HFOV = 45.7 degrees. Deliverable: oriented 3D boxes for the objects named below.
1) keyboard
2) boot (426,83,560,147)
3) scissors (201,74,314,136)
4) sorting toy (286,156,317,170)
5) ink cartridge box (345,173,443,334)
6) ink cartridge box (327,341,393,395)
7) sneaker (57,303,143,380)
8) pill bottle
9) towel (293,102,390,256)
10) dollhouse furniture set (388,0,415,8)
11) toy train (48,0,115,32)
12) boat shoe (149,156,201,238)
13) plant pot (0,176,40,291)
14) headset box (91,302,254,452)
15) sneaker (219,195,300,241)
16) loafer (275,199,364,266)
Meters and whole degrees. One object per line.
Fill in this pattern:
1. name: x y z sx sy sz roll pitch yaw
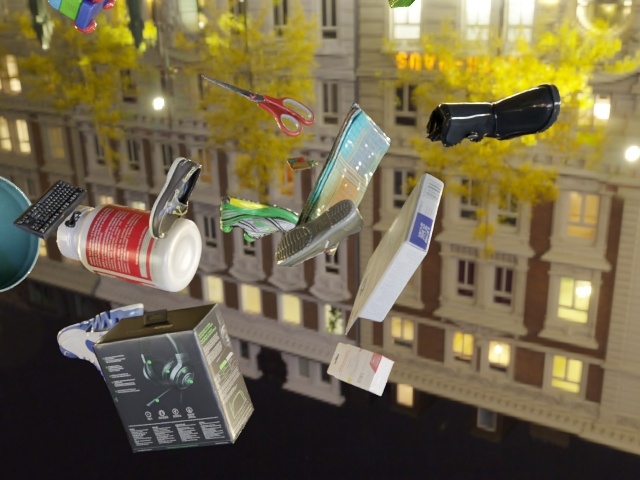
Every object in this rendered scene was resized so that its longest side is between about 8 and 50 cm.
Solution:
1. keyboard: -0.573 -0.066 1.656 0.108 0.023 0.180 26 -140 -1
2. boot: 0.357 -0.260 1.609 0.207 0.094 0.246 -5 175 -19
3. scissors: -0.153 -0.364 1.932 0.297 0.021 0.109 32 -122 -2
4. sorting toy: -0.052 -0.229 2.219 0.083 0.012 0.062 -10 -136 -20
5. ink cartridge box: 0.186 0.042 1.883 0.071 0.330 0.324 26 -143 -2
6. ink cartridge box: 0.123 0.401 2.395 0.198 0.115 0.067 12 166 47
7. sneaker: -0.544 0.286 1.920 0.315 0.182 0.127 -24 167 40
8. pill bottle: -0.599 0.011 2.373 0.407 0.229 0.229 12 -157 18
9. towel: 0.064 -0.148 2.015 0.040 0.370 0.271 24 177 26
10. dollhouse furniture set: 0.123 -0.445 1.179 0.076 0.152 0.058 -12 176 -21
11. toy train: -0.455 -0.530 1.485 0.143 0.105 0.248 30 -131 -13
12. boat shoe: -0.383 -0.106 2.012 0.068 0.228 0.081 20 179 21
13. plant pot: -0.877 -0.008 1.876 0.196 0.293 0.293 -9 -167 34
14. headset box: -0.308 0.281 1.594 0.246 0.283 0.131 -11 -163 19
15. sneaker: -0.200 -0.058 2.757 0.343 0.147 0.134 11 178 2
16. loafer: 0.000 0.000 1.813 0.251 0.087 0.094 -30 -137 24
